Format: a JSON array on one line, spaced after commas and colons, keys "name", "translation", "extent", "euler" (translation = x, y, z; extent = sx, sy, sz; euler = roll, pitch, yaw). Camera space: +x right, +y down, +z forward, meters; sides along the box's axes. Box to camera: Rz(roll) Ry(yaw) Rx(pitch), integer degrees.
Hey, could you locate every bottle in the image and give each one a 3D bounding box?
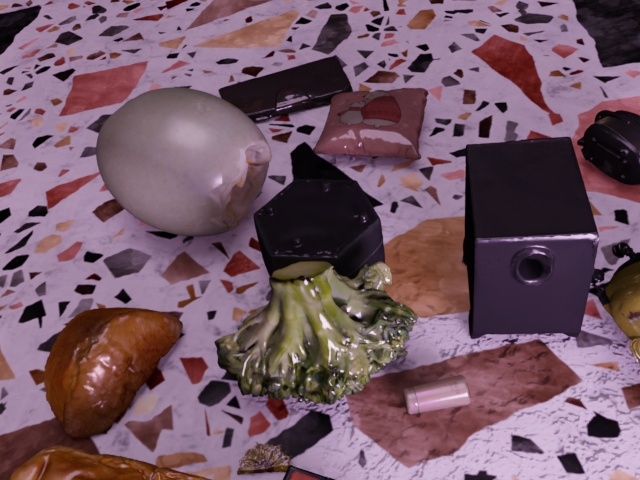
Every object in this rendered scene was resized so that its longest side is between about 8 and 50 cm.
[{"name": "bottle", "translation": [0.175, 0.233, 1.086], "extent": [0.097, 0.045, 0.045], "euler": [-11, 44, -1]}]

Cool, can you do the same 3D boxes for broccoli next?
[{"name": "broccoli", "translation": [-0.015, 0.114, 1.098], "extent": [0.288, 0.245, 0.248], "euler": [-26, 37, -23]}]

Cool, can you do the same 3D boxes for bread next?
[{"name": "bread", "translation": [-0.258, 0.366, 0.939], "extent": [0.295, 0.166, 0.132], "euler": [7, 47, 16]}, {"name": "bread", "translation": [-0.348, 0.181, 1.166], "extent": [0.129, 0.134, 0.260], "euler": [18, 50, 26]}]

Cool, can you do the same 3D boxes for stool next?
[{"name": "stool", "translation": [0.000, 0.000, 1.282], "extent": [0.232, 0.141, 0.232], "euler": [-5, 45, 5]}]

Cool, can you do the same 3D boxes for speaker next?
[{"name": "speaker", "translation": [0.323, 0.006, 1.141], "extent": [0.184, 0.253, 0.232], "euler": [-2, 45, 9]}]

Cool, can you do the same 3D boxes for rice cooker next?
[{"name": "rice cooker", "translation": [0.582, -0.179, 1.385], "extent": [0.106, 0.112, 0.165], "euler": [-35, 49, -16]}]

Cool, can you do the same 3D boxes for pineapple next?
[{"name": "pineapple", "translation": [-0.082, 0.320, 1.061], "extent": [0.083, 0.019, 0.045], "euler": [-6, 47, 8]}]

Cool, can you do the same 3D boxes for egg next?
[{"name": "egg", "translation": [-0.275, -0.157, 1.387], "extent": [0.336, 0.278, 0.278], "euler": [24, 53, 19]}]

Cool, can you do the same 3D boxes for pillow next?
[{"name": "pillow", "translation": [0.114, -0.253, 1.558], "extent": [0.236, 0.084, 0.223], "euler": [3, 47, 17]}]

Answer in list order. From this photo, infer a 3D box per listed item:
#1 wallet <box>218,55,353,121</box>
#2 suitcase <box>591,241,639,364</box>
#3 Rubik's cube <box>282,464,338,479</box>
[{"name": "wallet", "translation": [-0.085, -0.363, 1.734], "extent": [0.310, 0.042, 0.165], "euler": [-16, 43, -6]}, {"name": "suitcase", "translation": [0.516, 0.097, 1.022], "extent": [0.143, 0.194, 0.235], "euler": [-38, 82, -20]}, {"name": "Rubik's cube", "translation": [0.015, 0.394, 0.868], "extent": [0.161, 0.162, 0.163], "euler": [11, 47, 21]}]
